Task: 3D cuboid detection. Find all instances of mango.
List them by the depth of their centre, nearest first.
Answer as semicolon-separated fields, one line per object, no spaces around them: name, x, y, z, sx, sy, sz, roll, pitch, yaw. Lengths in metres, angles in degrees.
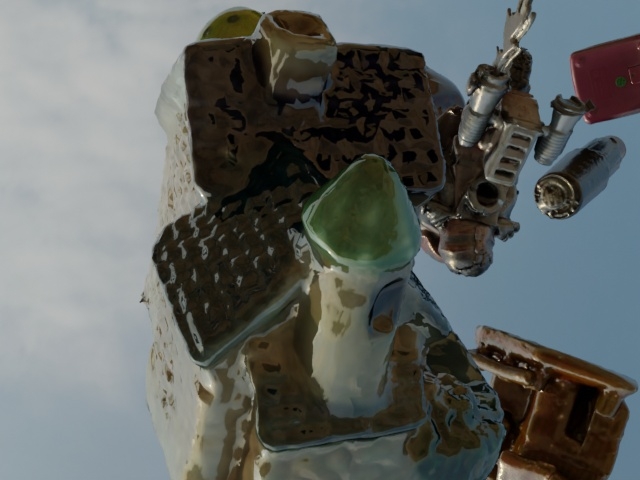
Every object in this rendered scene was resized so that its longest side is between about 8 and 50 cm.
mango;-0.153;-0.243;1.566;0.175;0.143;0.293;-9;-122;59

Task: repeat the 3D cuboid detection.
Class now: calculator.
calculator;0.499;-0.263;1.551;0.190;0.127;0.034;-14;-171;17

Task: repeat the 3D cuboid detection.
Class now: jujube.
jujube;0.161;-0.245;1.829;0.243;0.183;0.183;11;-135;-33

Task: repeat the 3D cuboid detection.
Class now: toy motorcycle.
toy motorcycle;0.186;-0.102;1.058;0.134;0.401;0.207;15;-134;-9

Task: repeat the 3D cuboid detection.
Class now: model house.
model house;-0.003;0.000;0.678;0.243;0.284;0.298;-7;-146;-20
model house;0.233;0.226;1.088;0.199;0.219;0.229;14;-94;19

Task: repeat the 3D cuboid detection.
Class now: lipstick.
lipstick;0.408;-0.106;1.503;0.081;0.081;0.299;21;-152;23
